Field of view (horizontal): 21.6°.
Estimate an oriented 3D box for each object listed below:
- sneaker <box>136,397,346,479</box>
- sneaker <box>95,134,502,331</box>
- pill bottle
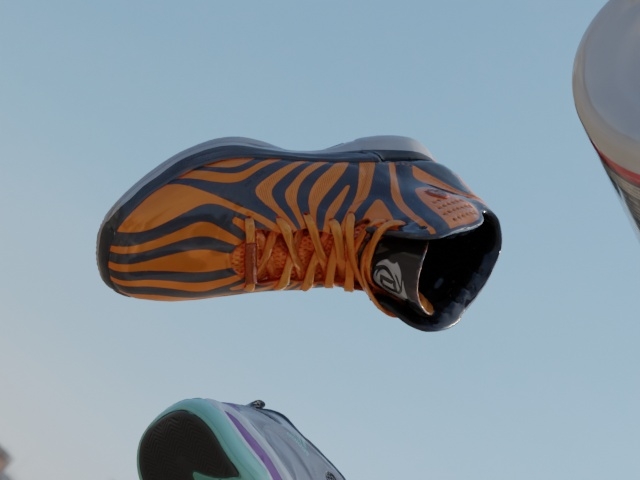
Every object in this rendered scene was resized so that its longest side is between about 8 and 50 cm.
[{"bbox_3d":[-0.004,0.084,0.431,0.069,0.038,0.098,1,66,-63],"label":"sneaker"},{"bbox_3d":[0.000,0.000,1.288,0.180,0.321,0.125,40,-43,50],"label":"sneaker"},{"bbox_3d":[0.186,-0.033,0.756,0.108,0.108,0.180,32,-12,36],"label":"pill bottle"}]
